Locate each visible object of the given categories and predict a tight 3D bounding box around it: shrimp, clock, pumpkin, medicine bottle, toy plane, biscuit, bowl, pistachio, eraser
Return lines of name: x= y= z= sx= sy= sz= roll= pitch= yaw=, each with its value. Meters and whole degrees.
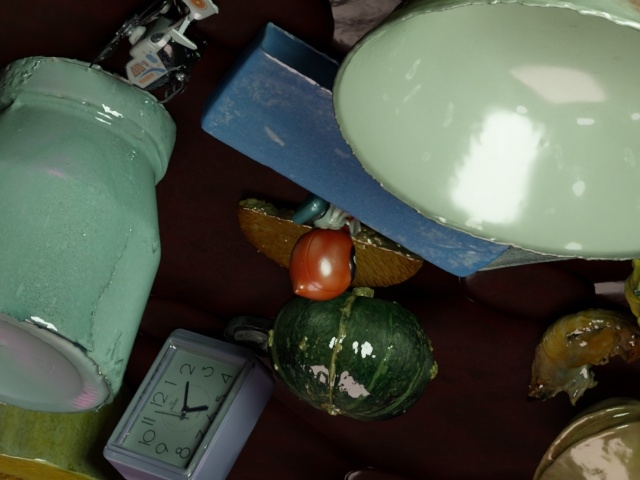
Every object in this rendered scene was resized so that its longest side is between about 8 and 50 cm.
shrimp: x=0.292 y=0.151 z=1.911 sx=0.117 sy=0.066 sz=0.262 roll=13 pitch=154 yaw=4
clock: x=-0.161 y=0.216 z=2.095 sx=0.144 sy=0.193 sz=0.073 roll=13 pitch=153 yaw=34
pumpkin: x=-0.396 y=0.256 z=2.335 sx=0.332 sy=0.199 sz=0.332 roll=9 pitch=159 yaw=3
medicine bottle: x=-0.270 y=-0.009 z=1.658 sx=0.245 sy=0.290 sz=0.245 roll=13 pitch=153 yaw=7
toy plane: x=-0.141 y=-0.179 z=1.536 sx=0.078 sy=0.053 sz=0.197 roll=34 pitch=152 yaw=-16
clock: x=-0.076 y=0.118 z=2.083 sx=0.085 sy=0.017 sz=0.085 roll=12 pitch=152 yaw=6
pumpkin: x=0.034 y=0.125 z=1.901 sx=0.190 sy=0.146 sz=0.190 roll=32 pitch=170 yaw=7
biscuit: x=0.005 y=0.007 z=1.830 sx=0.206 sy=0.025 sz=0.126 roll=17 pitch=152 yaw=-1
bowl: x=0.187 y=-0.136 z=1.334 sx=0.337 sy=0.157 sz=0.337 roll=12 pitch=151 yaw=7
pistachio: x=0.345 y=0.277 z=2.014 sx=0.212 sy=0.163 sz=0.260 roll=-30 pitch=136 yaw=9
eraser: x=0.049 y=-0.076 z=1.584 sx=0.312 sy=0.043 sz=0.144 roll=30 pitch=142 yaw=-13

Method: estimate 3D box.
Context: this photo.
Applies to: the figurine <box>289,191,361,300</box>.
figurine: x=0.007 y=-0.003 z=1.688 sx=0.075 sy=0.140 sz=0.068 roll=27 pitch=154 yaw=-21

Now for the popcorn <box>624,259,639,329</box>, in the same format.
popcorn: x=0.388 y=0.059 z=1.563 sx=0.218 sy=0.169 sz=0.189 roll=7 pitch=131 yaw=45

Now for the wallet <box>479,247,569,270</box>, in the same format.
wallet: x=0.204 y=-0.028 z=1.655 sx=0.222 sy=0.036 sz=0.167 roll=-5 pitch=146 yaw=33
